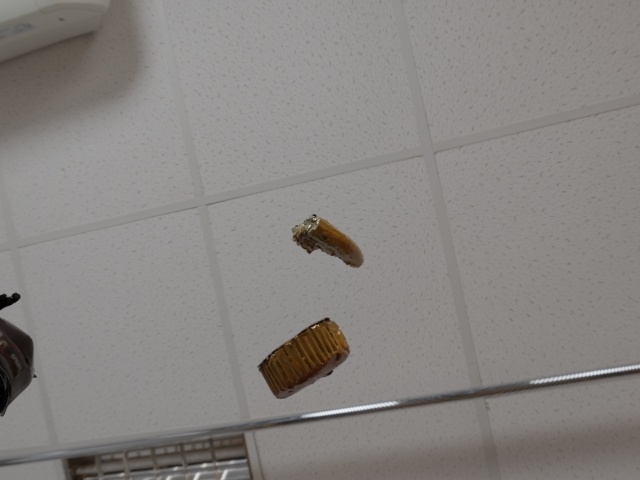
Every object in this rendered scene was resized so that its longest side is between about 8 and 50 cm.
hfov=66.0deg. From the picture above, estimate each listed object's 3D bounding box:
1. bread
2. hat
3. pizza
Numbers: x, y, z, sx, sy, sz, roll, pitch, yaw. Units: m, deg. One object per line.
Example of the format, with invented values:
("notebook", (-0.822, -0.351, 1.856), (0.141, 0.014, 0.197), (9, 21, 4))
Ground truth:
("bread", (-0.031, 0.257, 1.055), (0.199, 0.199, 0.104), (-37, -106, 11))
("hat", (-0.717, 0.254, 1.116), (0.335, 0.209, 0.238), (-9, -68, 39))
("pizza", (0.000, 0.000, 1.069), (0.161, 0.182, 0.063), (19, -102, 30))
